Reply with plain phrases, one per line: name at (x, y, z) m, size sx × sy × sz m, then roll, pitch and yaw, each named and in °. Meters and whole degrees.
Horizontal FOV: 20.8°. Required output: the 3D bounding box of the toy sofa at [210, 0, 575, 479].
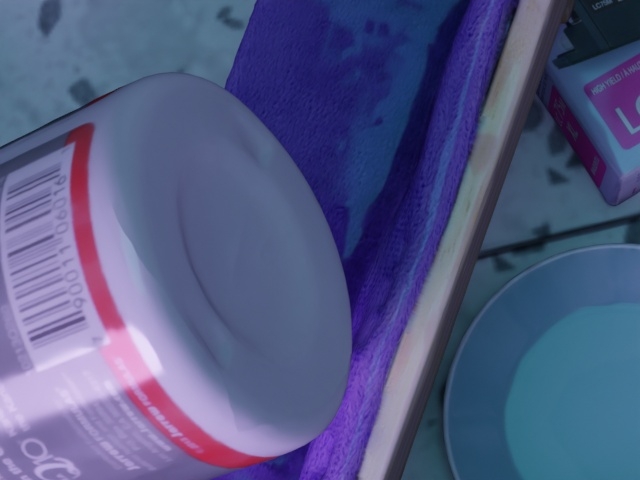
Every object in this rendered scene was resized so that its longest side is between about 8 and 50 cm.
toy sofa at (0.000, 0.000, 0.840) m, size 0.150 × 0.177 × 0.362 m, roll 19°, pitch 88°, yaw 10°

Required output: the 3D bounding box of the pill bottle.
pill bottle at (-0.143, 0.052, 0.749) m, size 0.283 × 0.161 × 0.161 m, roll -22°, pitch 71°, yaw 27°

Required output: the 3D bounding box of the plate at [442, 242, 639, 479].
plate at (0.158, 0.094, 0.907) m, size 0.188 × 0.024 × 0.188 m, roll -2°, pitch 73°, yaw 5°

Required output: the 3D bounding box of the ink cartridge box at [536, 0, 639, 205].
ink cartridge box at (0.161, -0.195, 0.974) m, size 0.186 × 0.065 × 0.311 m, roll -29°, pitch 72°, yaw -4°
